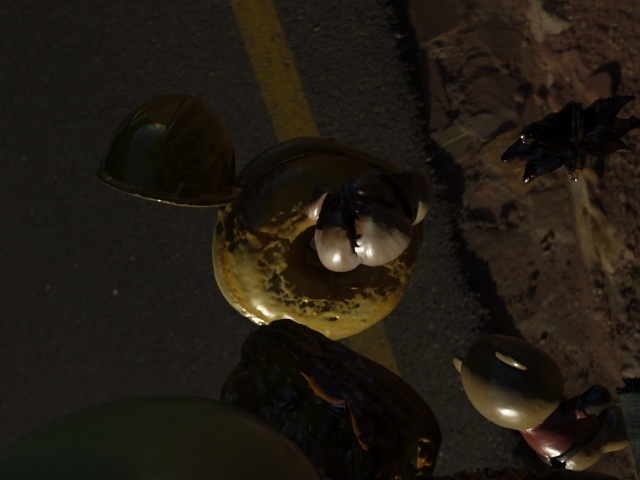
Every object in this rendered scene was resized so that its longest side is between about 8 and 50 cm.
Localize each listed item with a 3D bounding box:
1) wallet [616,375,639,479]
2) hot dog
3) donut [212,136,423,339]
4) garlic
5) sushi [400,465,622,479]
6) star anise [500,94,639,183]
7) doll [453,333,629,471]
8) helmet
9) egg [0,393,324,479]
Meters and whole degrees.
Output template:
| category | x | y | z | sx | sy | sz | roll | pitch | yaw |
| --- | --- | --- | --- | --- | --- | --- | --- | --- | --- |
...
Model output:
| category | x | y | z | sx | sy | sz | roll | pitch | yaw |
| --- | --- | --- | --- | --- | --- | --- | --- | --- | --- |
| wallet | 0.467 | 0.206 | 0.782 | 0.317 | 0.044 | 0.169 | -9 | 107 | 37 |
| hot dog | -0.013 | 0.189 | 0.846 | 0.272 | 0.122 | 0.196 | 26 | 100 | 37 |
| donut | 0.000 | 0.000 | 1.619 | 0.449 | 0.198 | 0.448 | -5 | 109 | -16 |
| garlic | 0.087 | -0.033 | 1.352 | 0.214 | 0.191 | 0.160 | -7 | 83 | 2 |
| sushi | 0.071 | 0.256 | 0.574 | 0.344 | 0.196 | 0.181 | -17 | 65 | 26 |
| star anise | 0.449 | -0.196 | 1.438 | 0.272 | 0.272 | 0.102 | -31 | 58 | 32 |
| doll | 0.394 | 0.304 | 1.459 | 0.330 | 0.174 | 0.235 | 41 | 160 | -5 |
| helmet | -0.205 | -0.143 | 1.174 | 0.205 | 0.257 | 0.140 | 19 | 108 | 17 |
| egg | -0.099 | 0.199 | 0.386 | 0.219 | 0.219 | 0.269 | 28 | 106 | 15 |
